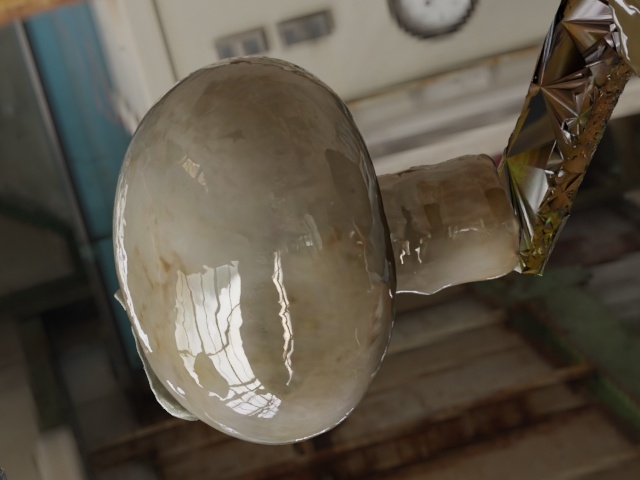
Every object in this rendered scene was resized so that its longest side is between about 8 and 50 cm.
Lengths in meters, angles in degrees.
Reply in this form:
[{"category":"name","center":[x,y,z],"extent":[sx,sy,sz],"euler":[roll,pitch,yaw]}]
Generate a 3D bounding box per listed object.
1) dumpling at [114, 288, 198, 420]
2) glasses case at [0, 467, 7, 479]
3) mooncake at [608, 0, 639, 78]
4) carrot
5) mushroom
[{"category":"dumpling","center":[-0.099,0.085,1.623],"extent":[0.132,0.162,0.250],"euler":[-51,169,24]},{"category":"glasses case","center":[-0.325,0.214,1.248],"extent":[0.087,0.065,0.248],"euler":[-2,-160,35]},{"category":"mooncake","center":[0.299,-0.155,0.815],"extent":[0.324,0.324,0.187],"euler":[-22,-139,-19]},{"category":"carrot","center":[0.164,-0.083,1.188],"extent":[0.069,0.229,0.069],"euler":[19,-162,-6]},{"category":"mushroom","center":[-0.015,-0.009,0.938],"extent":[0.209,0.206,0.206],"euler":[-41,-153,-18]}]
